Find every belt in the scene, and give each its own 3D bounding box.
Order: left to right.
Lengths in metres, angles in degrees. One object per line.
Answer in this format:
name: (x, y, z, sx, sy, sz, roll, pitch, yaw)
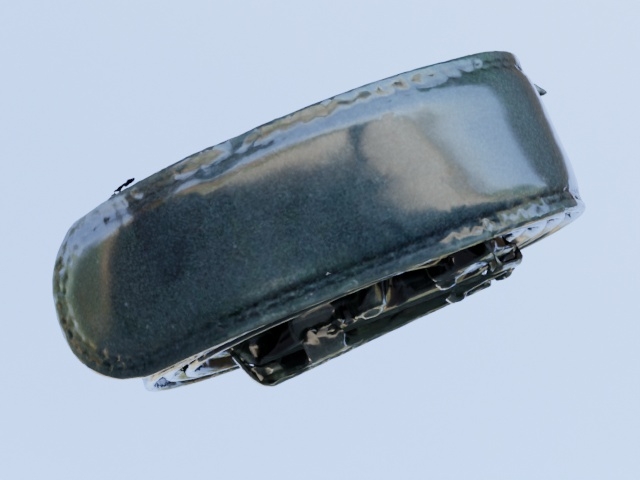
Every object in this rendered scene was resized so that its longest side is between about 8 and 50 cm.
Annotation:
belt: (0.000, 0.000, 0.733, 0.268, 0.116, 0.206, -21, -8, -16)
